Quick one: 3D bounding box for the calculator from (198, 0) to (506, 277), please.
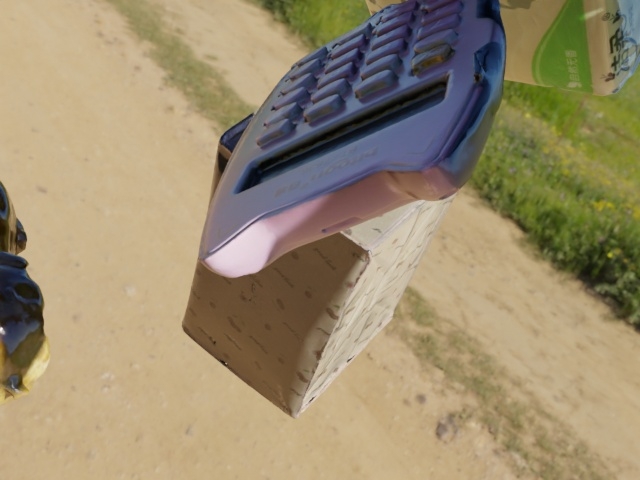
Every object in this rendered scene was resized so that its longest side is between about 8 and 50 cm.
[{"bbox_3d":[0.029,-0.087,0.538,0.043,0.194,0.294,54,30,-25],"label":"calculator"}]

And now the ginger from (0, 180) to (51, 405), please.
[{"bbox_3d":[-0.403,0.024,0.742,0.274,0.152,0.357,-18,55,-18],"label":"ginger"}]

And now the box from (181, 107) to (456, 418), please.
[{"bbox_3d":[0.000,0.000,0.913,0.190,0.297,0.225,35,47,16],"label":"box"}]

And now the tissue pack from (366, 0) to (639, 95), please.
[{"bbox_3d":[0.192,-0.373,0.922,0.332,0.405,0.205,19,65,33],"label":"tissue pack"}]
